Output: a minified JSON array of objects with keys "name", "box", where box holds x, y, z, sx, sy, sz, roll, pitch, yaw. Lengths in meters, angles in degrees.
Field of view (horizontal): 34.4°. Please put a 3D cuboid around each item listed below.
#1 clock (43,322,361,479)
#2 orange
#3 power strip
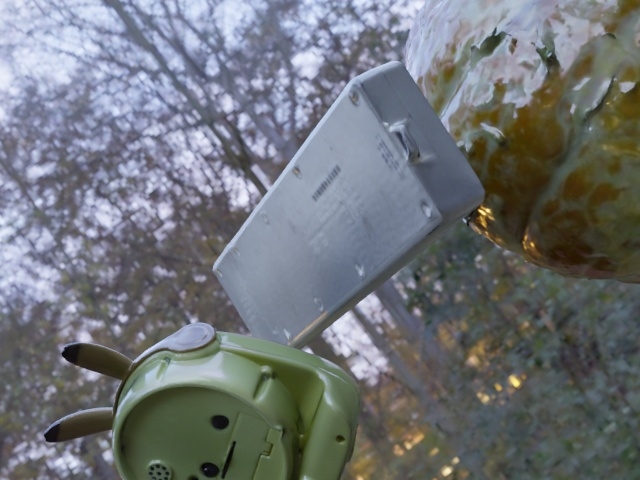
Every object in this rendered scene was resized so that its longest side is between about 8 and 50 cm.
[{"name":"clock","box":[-0.094,0.150,0.807,0.069,0.232,0.170,-70,-2,-64]},{"name":"orange","box":[0.227,-0.115,0.816,0.329,0.329,0.249,-24,-31,-42]},{"name":"power strip","box":[0.000,0.000,0.764,0.043,0.106,0.367,-27,-9,-29]}]
